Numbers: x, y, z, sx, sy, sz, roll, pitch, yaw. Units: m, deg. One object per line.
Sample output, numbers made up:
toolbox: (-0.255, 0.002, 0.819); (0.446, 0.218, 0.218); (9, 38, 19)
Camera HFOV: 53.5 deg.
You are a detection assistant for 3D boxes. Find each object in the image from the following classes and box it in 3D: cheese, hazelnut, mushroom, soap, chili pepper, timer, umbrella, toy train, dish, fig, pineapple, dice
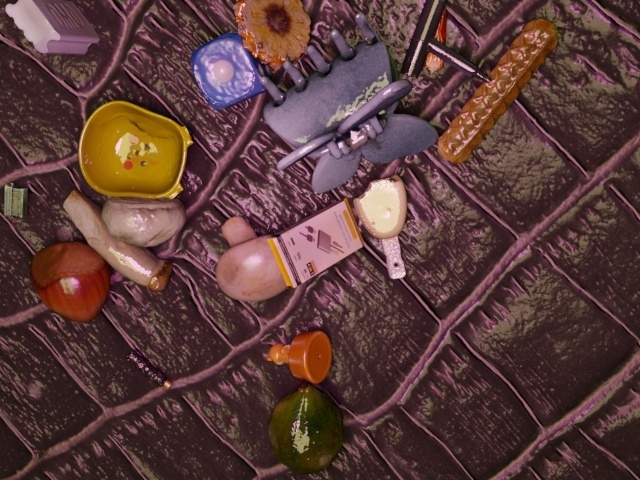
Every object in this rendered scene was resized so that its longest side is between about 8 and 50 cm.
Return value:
cheese: (0.158, -0.028, 1.528); (0.127, 0.050, 0.255); (-11, 103, 9)
hazelnut: (-0.614, 0.098, 1.591); (0.210, 0.210, 0.186); (26, 83, -1)
mushroom: (-0.157, 0.053, 1.534); (0.206, 0.209, 0.206); (-12, 123, -20)
soap: (-0.590, -0.480, 1.413); (0.066, 0.198, 0.119); (-35, 99, 15)
chili pepper: (0.260, -0.454, 1.414); (0.045, 0.027, 0.178); (8, 106, 19)
timer: (-0.067, 0.292, 1.618); (0.152, 0.132, 0.132); (-2, 106, 31)
mushroom: (-0.510, 0.007, 1.582); (0.333, 0.107, 0.087); (41, 115, -5)
umbrella: (-0.460, 0.349, 1.703); (0.144, 0.037, 0.040); (39, 92, -2)
toy train: (-0.776, -0.102, 1.620); (0.056, 0.038, 0.093); (9, 105, -3)
dish: (-0.426, -0.208, 1.510); (0.262, 0.108, 0.221); (13, 99, 1)
fig: (-0.024, 0.441, 1.586); (0.203, 0.203, 0.235); (15, 123, 2)
pineapple: (-0.098, -0.475, 1.373); (0.047, 0.221, 0.221); (-9, 108, 49)
dice: (-0.196, -0.381, 1.424); (0.143, 0.146, 0.146); (-20, 103, 13)

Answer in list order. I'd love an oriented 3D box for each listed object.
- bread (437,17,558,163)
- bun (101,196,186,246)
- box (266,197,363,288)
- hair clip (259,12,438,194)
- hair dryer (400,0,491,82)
bread: (0.392, -0.327, 1.410); (0.084, 0.077, 0.367); (36, 105, -2)
bun: (-0.420, -0.046, 1.511); (0.195, 0.195, 0.118); (9, 102, 4)
box: (0.000, 0.000, 1.481); (0.247, 0.033, 0.129); (-31, 103, -31)
hair clip: (0.041, -0.286, 1.365); (0.318, 0.392, 0.238); (-30, 75, 15)
hair dryer: (0.291, -0.416, 1.374); (0.195, 0.050, 0.173); (22, 112, 10)
